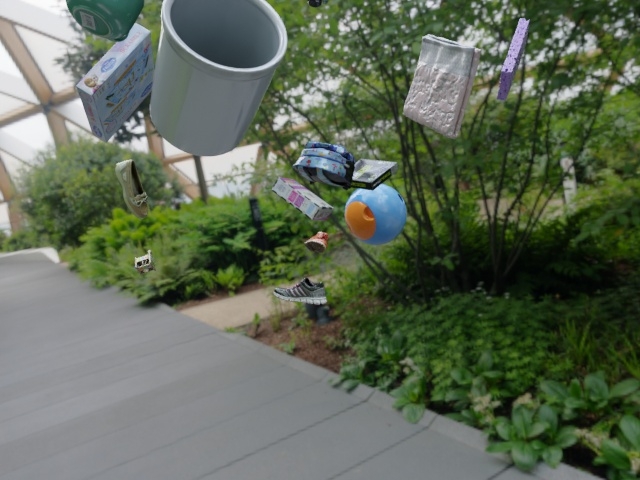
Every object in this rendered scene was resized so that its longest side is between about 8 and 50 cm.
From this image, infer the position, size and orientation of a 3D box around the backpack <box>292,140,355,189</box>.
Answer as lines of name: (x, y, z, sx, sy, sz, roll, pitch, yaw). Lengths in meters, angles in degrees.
backpack: (0.007, -0.224, 1.583, 0.158, 0.116, 0.173, 12, -2, 24)

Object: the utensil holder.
utensil holder: (-0.309, -0.471, 1.551, 0.328, 0.327, 0.385, -15, -19, -31)

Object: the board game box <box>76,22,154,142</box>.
board game box: (-0.707, -0.548, 1.929, 0.318, 0.066, 0.318, -59, 1, -23)

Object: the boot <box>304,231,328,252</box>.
boot: (0.000, 0.000, 2.015, 0.085, 0.059, 0.158, -41, 15, -13)

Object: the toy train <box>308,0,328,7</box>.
toy train: (0.002, -0.959, 1.843, 0.142, 0.190, 0.334, 20, -22, 8)

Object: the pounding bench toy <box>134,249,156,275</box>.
pounding bench toy: (-0.655, 0.079, 2.030, 0.065, 0.052, 0.083, -18, 47, -4)

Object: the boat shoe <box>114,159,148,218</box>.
boat shoe: (-0.471, -0.129, 1.392, 0.048, 0.153, 0.056, -12, 13, 21)

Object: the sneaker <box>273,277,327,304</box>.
sneaker: (-0.059, 0.145, 1.626, 0.171, 0.074, 0.063, 4, 0, 23)

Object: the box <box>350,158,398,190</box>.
box: (0.186, -0.267, 2.192, 0.184, 0.045, 0.191, 15, 40, 38)

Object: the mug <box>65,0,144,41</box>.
mug: (-0.416, -0.451, 1.069, 0.130, 0.097, 0.158, 3, -26, 35)

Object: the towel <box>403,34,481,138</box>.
towel: (0.431, -0.566, 1.989, 0.054, 0.316, 0.332, 0, 26, -24)

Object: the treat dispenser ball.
treat dispenser ball: (0.256, -0.122, 2.541, 0.288, 0.288, 0.288, -11, 6, 1)

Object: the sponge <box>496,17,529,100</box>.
sponge: (0.558, -0.523, 1.581, 0.031, 0.210, 0.117, 17, -22, 19)

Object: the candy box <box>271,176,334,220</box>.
candy box: (-0.075, -0.175, 2.324, 0.233, 0.071, 0.159, 36, 14, 18)
